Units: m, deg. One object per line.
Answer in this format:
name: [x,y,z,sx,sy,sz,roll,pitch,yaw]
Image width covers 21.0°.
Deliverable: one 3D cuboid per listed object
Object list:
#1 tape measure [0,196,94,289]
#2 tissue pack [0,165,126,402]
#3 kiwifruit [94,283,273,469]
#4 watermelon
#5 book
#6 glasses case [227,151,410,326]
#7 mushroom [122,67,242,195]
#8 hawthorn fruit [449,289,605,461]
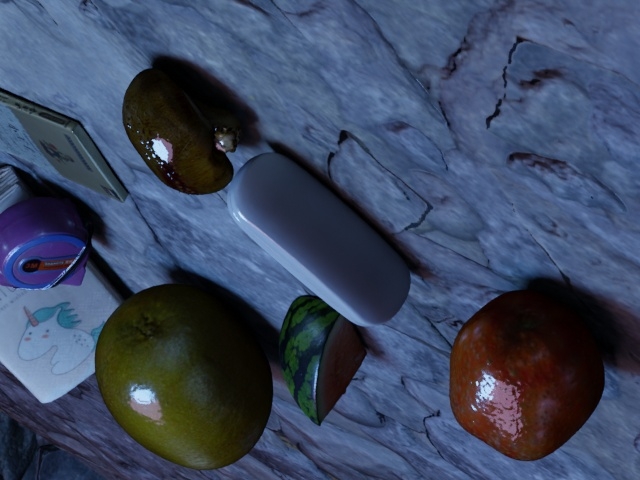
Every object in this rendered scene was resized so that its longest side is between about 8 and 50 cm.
tape measure: [-0.328,0.007,2.012,0.074,0.118,0.125,62,142,35]
tissue pack: [-0.364,0.061,2.136,0.071,0.170,0.325,52,178,44]
kiwifruit: [-0.153,0.163,2.005,0.196,0.196,0.234,19,160,39]
watermelon: [0.006,0.127,1.814,0.094,0.135,0.125,3,175,-31]
book: [-0.307,-0.112,1.857,0.199,0.016,0.138,23,158,31]
glasses case: [0.000,0.000,1.522,0.193,0.074,0.049,41,160,-20]
mushroom: [-0.121,-0.097,1.506,0.127,0.087,0.127,54,174,8]
hawthorn fruit: [0.170,0.104,1.424,0.133,0.133,0.138,30,145,15]
